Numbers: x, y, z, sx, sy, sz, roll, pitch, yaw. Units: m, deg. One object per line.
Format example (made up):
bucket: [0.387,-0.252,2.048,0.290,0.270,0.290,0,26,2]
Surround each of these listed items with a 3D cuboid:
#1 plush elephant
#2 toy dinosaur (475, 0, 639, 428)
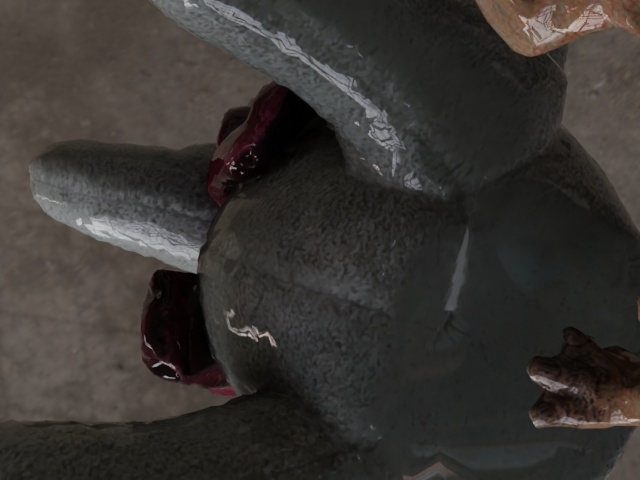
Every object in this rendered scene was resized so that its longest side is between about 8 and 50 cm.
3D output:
plush elephant: [0.000,0.000,0.532,0.255,0.330,0.272,20,98,62]
toy dinosaur: [0.128,-0.031,0.324,0.200,0.127,0.296,6,117,62]
